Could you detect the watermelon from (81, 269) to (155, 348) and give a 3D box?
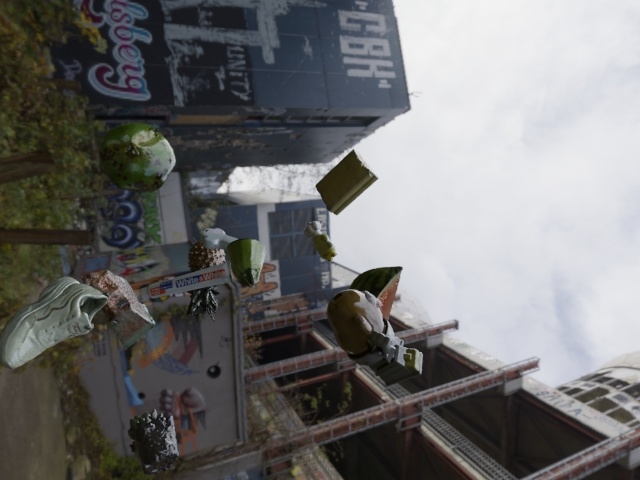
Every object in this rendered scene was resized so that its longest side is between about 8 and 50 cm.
[{"bbox_3d":[-0.799,0.264,1.722,0.264,0.151,0.302,50,-26,23],"label":"watermelon"}]

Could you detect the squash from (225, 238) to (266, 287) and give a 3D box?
[{"bbox_3d":[-0.186,0.076,1.080,0.105,0.105,0.132,111,-24,-47],"label":"squash"}]

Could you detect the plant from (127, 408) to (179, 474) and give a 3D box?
[{"bbox_3d":[-0.539,0.640,1.384,0.194,0.129,0.132,47,-58,35],"label":"plant"}]

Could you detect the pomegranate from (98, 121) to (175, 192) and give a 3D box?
[{"bbox_3d":[-0.365,-0.170,0.893,0.169,0.122,0.143,31,41,-81],"label":"pomegranate"}]

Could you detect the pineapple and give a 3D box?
[{"bbox_3d":[-0.461,0.160,1.666,0.365,0.165,0.165,-95,-164,-45],"label":"pineapple"}]

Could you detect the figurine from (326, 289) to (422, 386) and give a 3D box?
[{"bbox_3d":[0.130,0.256,1.185,0.285,0.167,0.342,45,-29,-14],"label":"figurine"}]

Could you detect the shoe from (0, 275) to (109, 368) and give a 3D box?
[{"bbox_3d":[-0.835,0.263,1.363,0.342,0.210,0.132,-68,163,-46],"label":"shoe"}]

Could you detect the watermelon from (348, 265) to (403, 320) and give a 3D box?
[{"bbox_3d":[0.162,0.222,1.392,0.128,0.159,0.303,-76,178,-65],"label":"watermelon"}]

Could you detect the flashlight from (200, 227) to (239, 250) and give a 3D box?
[{"bbox_3d":[-0.268,0.018,1.305,0.093,0.200,0.047,-65,174,-60],"label":"flashlight"}]

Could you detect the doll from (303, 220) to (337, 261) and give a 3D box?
[{"bbox_3d":[0.000,0.000,1.556,0.162,0.062,0.106,55,-34,10],"label":"doll"}]

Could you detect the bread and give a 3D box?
[{"bbox_3d":[0.074,-0.180,1.309,0.178,0.060,0.139,-43,-121,18],"label":"bread"}]

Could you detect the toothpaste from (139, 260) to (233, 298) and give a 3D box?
[{"bbox_3d":[-0.312,0.097,0.998,0.033,0.218,0.052,75,1,-81],"label":"toothpaste"}]
